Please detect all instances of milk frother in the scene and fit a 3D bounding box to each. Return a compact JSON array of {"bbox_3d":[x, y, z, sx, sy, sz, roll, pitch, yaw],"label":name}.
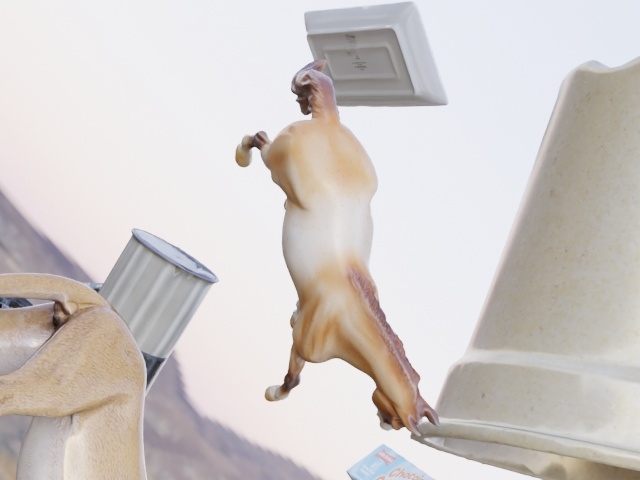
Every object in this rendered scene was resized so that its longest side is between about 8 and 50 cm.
[{"bbox_3d":[-0.184,0.049,1.277,0.143,0.134,0.129,28,5,-40],"label":"milk frother"}]

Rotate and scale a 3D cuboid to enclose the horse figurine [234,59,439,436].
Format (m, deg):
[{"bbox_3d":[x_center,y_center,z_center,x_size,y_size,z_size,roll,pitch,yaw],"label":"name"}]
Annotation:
[{"bbox_3d":[0.000,0.000,1.009,0.174,0.066,0.263,156,-70,-67],"label":"horse figurine"}]

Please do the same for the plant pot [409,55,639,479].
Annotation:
[{"bbox_3d":[0.261,0.036,1.174,0.334,0.305,0.334,12,-11,2],"label":"plant pot"}]

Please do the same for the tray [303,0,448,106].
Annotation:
[{"bbox_3d":[0.062,-0.241,2.078,0.270,0.030,0.145,7,-59,58],"label":"tray"}]

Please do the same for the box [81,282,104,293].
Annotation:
[{"bbox_3d":[-0.224,0.080,1.696,0.018,0.083,0.067,-106,-163,-73],"label":"box"}]

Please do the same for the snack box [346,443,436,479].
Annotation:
[{"bbox_3d":[0.148,0.335,1.570,0.187,0.060,0.322,60,-14,-20],"label":"snack box"}]

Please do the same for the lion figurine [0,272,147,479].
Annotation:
[{"bbox_3d":[-0.175,0.165,1.100,0.142,0.240,0.392,23,-60,40],"label":"lion figurine"}]
